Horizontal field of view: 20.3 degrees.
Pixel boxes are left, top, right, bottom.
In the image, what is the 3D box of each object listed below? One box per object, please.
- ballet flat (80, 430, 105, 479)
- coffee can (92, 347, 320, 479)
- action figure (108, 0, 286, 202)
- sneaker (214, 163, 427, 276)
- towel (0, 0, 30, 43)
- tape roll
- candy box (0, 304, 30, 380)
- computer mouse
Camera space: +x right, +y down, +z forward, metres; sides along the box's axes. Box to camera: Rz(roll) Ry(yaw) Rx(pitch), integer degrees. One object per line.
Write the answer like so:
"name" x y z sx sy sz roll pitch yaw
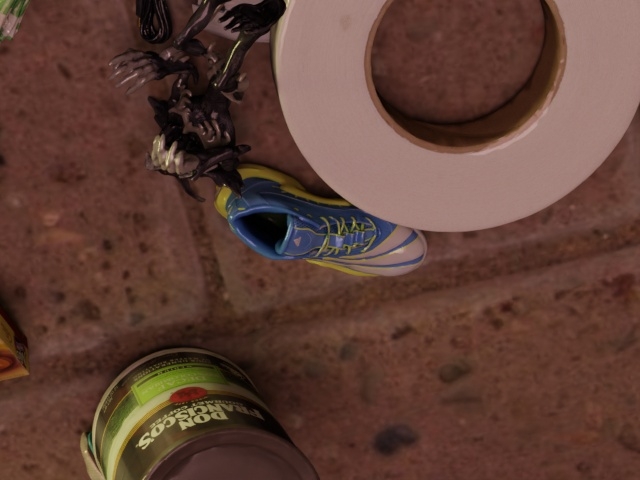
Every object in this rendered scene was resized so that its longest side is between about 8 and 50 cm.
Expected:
"ballet flat" -0.228 0.288 2.052 0.052 0.057 0.168 -35 110 25
"coffee can" -0.125 0.248 1.889 0.201 0.275 0.201 -4 104 -15
"action figure" -0.133 -0.142 1.779 0.141 0.164 0.275 -16 143 -37
"sneaker" 0.000 0.000 1.885 0.240 0.126 0.091 16 113 -8
"towel" -0.332 -0.373 1.676 0.248 0.038 0.325 36 124 6
"tape roll" 0.140 -0.196 1.808 0.392 0.072 0.392 -3 115 -6
"candy box" -0.424 0.123 1.945 0.187 0.053 0.109 -13 152 3
"computer mouse" -0.093 -0.241 1.820 0.193 0.042 0.106 7 113 -4
